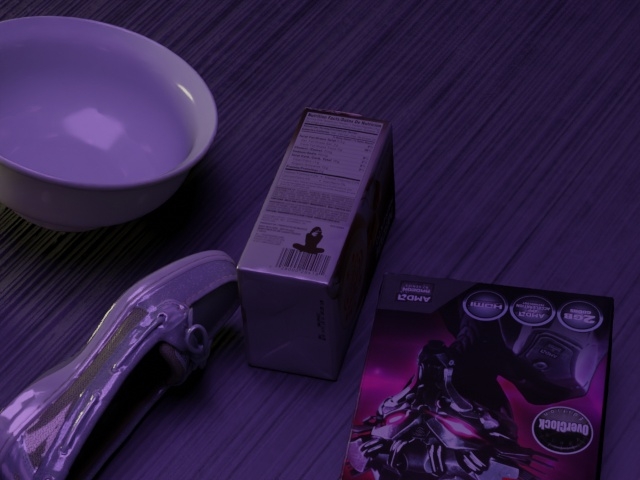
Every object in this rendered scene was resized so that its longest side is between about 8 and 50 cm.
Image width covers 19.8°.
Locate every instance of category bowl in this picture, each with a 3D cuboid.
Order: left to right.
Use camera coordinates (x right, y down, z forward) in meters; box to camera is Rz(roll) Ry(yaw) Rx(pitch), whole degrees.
[{"bbox_3d":[-0.265,-0.104,1.955,0.298,0.134,0.298,10,39,-8],"label":"bowl"}]

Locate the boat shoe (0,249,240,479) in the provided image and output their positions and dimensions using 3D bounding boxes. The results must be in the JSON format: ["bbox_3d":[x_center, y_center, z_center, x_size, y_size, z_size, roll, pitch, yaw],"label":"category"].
[{"bbox_3d":[-0.180,0.135,1.751,0.103,0.118,0.320,36,60,25],"label":"boat shoe"}]

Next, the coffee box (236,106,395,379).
[{"bbox_3d":[0.000,0.000,1.856,0.098,0.141,0.246,9,45,13],"label":"coffee box"}]

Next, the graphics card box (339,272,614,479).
[{"bbox_3d":[0.142,0.197,1.682,0.233,0.094,0.371,6,44,9],"label":"graphics card box"}]
